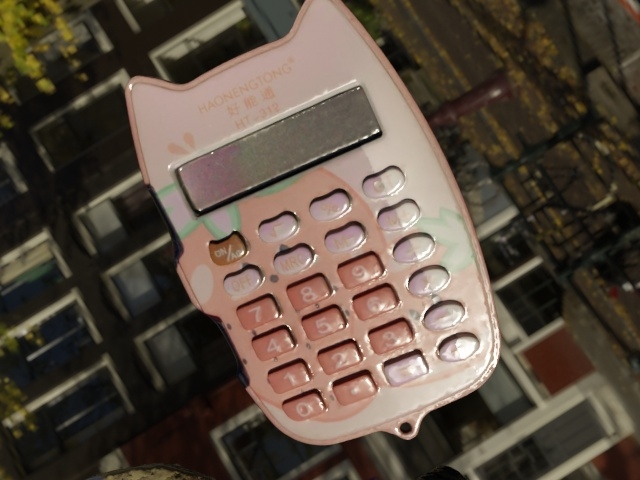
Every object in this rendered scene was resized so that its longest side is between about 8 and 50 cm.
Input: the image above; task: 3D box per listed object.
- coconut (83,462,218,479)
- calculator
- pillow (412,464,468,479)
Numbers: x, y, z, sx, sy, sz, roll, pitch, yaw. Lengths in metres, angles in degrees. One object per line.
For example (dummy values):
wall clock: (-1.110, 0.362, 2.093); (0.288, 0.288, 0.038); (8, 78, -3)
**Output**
coconut: (-0.191, 0.394, 1.178); (0.329, 0.329, 0.329); (58, 179, 1)
calculator: (0.000, 0.000, 0.751); (0.048, 0.220, 0.330); (-53, -60, -76)
pillow: (0.153, 0.338, 1.154); (0.189, 0.034, 0.255); (34, -161, 29)
